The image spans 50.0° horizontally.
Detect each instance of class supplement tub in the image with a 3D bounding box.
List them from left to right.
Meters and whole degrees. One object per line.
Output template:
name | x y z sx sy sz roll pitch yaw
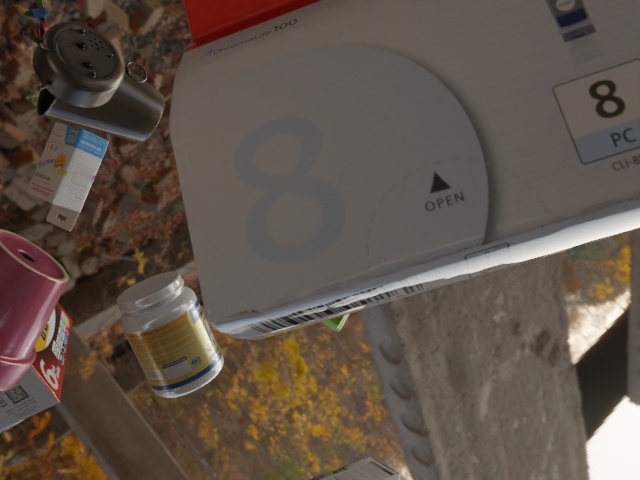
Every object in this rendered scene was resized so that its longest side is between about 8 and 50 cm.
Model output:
supplement tub | -0.279 0.172 1.273 0.145 0.199 0.144 -19 -163 6

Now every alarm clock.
alarm clock | -0.356 -0.276 1.077 0.192 0.129 0.064 -4 157 -46

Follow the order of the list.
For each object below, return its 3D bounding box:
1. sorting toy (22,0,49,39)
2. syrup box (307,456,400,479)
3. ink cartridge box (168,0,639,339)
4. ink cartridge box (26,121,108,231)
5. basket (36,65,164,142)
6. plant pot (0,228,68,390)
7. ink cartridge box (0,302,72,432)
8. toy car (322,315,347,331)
sorting toy | -0.551 -0.426 1.324 0.042 0.101 0.061 -14 169 -24
syrup box | 0.028 0.482 1.238 0.237 0.093 0.096 -9 -170 -33
ink cartridge box | 0.042 -0.158 0.469 0.308 0.384 0.091 -18 164 10
ink cartridge box | -0.474 -0.118 1.266 0.062 0.104 0.181 25 85 -49
basket | -0.478 -0.319 1.525 0.227 0.154 0.204 25 76 -38
plant pot | -0.484 0.091 1.018 0.180 0.201 0.201 -51 165 0
ink cartridge box | -0.620 0.160 1.328 0.130 0.271 0.309 -27 -152 -3
toy car | 0.000 0.000 0.898 0.188 0.155 0.149 -61 173 -7
